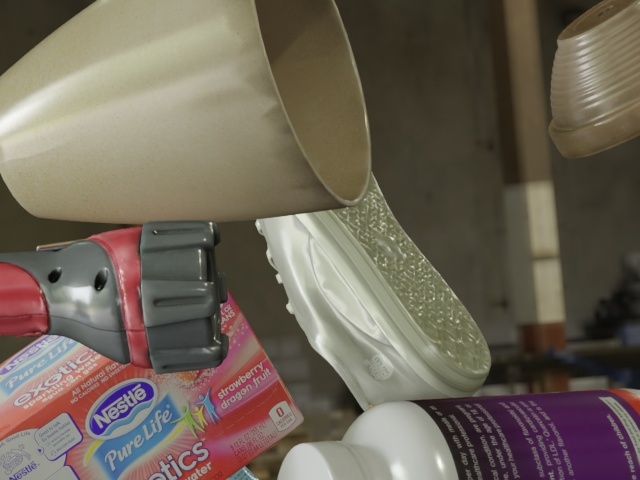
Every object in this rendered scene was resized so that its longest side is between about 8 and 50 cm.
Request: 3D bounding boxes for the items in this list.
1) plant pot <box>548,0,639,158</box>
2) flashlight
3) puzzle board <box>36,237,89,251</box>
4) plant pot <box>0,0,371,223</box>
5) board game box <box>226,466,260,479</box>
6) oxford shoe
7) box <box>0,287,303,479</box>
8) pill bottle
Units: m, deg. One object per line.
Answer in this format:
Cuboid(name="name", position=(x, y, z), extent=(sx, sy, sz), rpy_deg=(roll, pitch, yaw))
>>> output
Cuboid(name="plant pot", position=(0.323, -0.194, 2.018), extent=(0.237, 0.109, 0.237), rpy_deg=(-31, 12, 8))
Cuboid(name="flashlight", position=(-0.214, 0.046, 1.264), extent=(0.304, 0.103, 0.103), rpy_deg=(-5, -23, 1))
Cuboid(name="puzzle board", position=(-0.276, 0.030, 2.318), extent=(0.128, 0.011, 0.096), rpy_deg=(-9, -34, -19))
Cuboid(name="plant pot", position=(-0.131, -0.114, 1.639), extent=(0.274, 0.256, 0.256), rpy_deg=(-16, -7, 16))
Cuboid(name="board game box", position=(-0.186, 0.342, 2.572), extent=(0.142, 0.275, 0.144), rpy_deg=(-48, -4, 22))
Cuboid(name="oxford shoe", position=(0.000, 0.000, 1.919), extent=(0.169, 0.449, 0.130), rpy_deg=(5, -45, -51))
Cuboid(name="box", position=(-0.190, 0.159, 1.608), extent=(0.300, 0.154, 0.142), rpy_deg=(-36, 23, -15))
Cuboid(name="pill bottle", position=(0.134, 0.214, 1.559), extent=(0.323, 0.181, 0.181), rpy_deg=(0, -5, -26))
